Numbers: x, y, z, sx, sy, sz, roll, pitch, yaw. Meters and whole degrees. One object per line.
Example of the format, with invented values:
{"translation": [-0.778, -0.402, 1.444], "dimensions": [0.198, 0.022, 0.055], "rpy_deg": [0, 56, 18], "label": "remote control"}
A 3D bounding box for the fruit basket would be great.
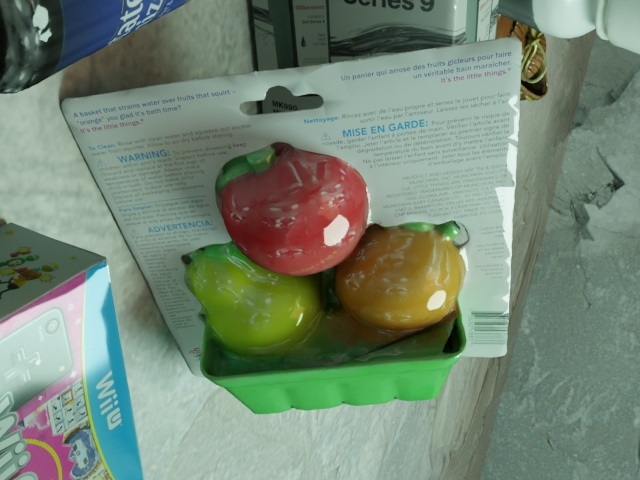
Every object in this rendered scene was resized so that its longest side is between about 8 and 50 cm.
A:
{"translation": [0.000, 0.000, 0.593], "dimensions": [0.165, 0.327, 0.353], "rpy_deg": [-89, 170, -52], "label": "fruit basket"}

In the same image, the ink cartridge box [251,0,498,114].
{"translation": [0.050, -0.194, 0.654], "dimensions": [0.121, 0.211, 0.289], "rpy_deg": [-45, 141, -45], "label": "ink cartridge box"}

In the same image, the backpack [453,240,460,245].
{"translation": [0.190, 0.043, 1.175], "dimensions": [0.084, 0.114, 0.105], "rpy_deg": [-15, 121, -38], "label": "backpack"}

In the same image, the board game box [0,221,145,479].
{"translation": [-0.250, 0.155, 0.391], "dimensions": [0.303, 0.098, 0.224], "rpy_deg": [-42, 140, -49], "label": "board game box"}

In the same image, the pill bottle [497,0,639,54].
{"translation": [0.220, -0.333, 0.695], "dimensions": [0.204, 0.361, 0.204], "rpy_deg": [-37, 146, -30], "label": "pill bottle"}

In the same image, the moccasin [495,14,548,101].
{"translation": [0.352, -0.347, 1.233], "dimensions": [0.380, 0.147, 0.139], "rpy_deg": [40, 69, -62], "label": "moccasin"}

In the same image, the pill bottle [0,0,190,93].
{"translation": [-0.158, -0.155, 0.364], "dimensions": [0.219, 0.123, 0.122], "rpy_deg": [-49, 145, -40], "label": "pill bottle"}
